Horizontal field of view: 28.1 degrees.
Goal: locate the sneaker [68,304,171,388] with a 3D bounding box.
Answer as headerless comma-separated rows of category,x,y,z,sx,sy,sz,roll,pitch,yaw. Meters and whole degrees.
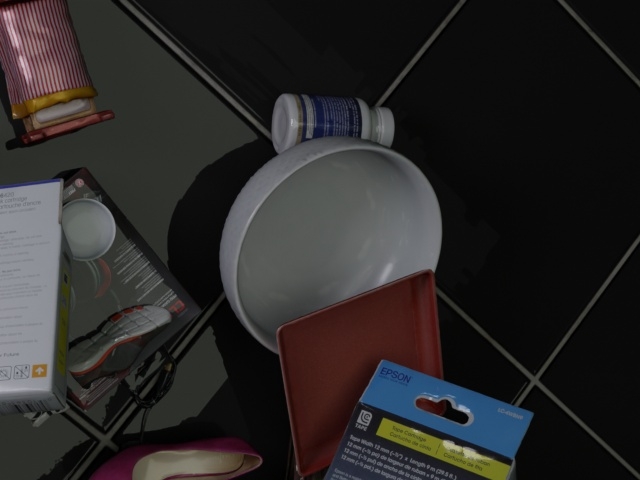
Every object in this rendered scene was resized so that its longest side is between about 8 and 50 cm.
sneaker,-0.268,0.145,1.723,0.158,0.061,0.065,-29,129,-17

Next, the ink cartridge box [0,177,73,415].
ink cartridge box,-0.467,0.080,1.609,0.304,0.072,0.307,-7,55,5

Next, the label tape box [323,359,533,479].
label tape box,0.131,0.370,1.771,0.347,0.249,0.115,-64,150,-16

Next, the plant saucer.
plant saucer,0.055,0.184,1.854,0.258,0.048,0.259,-20,121,-23

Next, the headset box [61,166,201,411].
headset box,-0.326,0.077,1.779,0.218,0.110,0.293,-41,104,-15

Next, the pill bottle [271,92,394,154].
pill bottle,0.020,-0.169,1.908,0.169,0.094,0.094,1,91,-20

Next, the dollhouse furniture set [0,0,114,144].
dollhouse furniture set,-0.484,-0.196,1.689,0.374,0.152,0.201,-21,99,-19

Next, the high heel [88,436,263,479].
high heel,-0.203,0.329,1.795,0.244,0.117,0.082,-5,93,-38

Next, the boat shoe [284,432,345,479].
boat shoe,-0.050,0.431,1.894,0.123,0.123,0.342,21,80,-12

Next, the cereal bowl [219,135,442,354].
cereal bowl,0.000,0.000,1.856,0.339,0.141,0.339,-13,118,-26

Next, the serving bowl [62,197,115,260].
serving bowl,-0.317,-0.015,1.706,0.083,0.027,0.083,0,91,-21

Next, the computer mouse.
computer mouse,-0.253,0.283,1.850,0.071,0.041,0.242,14,86,-19

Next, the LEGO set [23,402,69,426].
LEGO set,-0.458,0.171,1.750,0.093,0.087,0.227,-42,111,-11
